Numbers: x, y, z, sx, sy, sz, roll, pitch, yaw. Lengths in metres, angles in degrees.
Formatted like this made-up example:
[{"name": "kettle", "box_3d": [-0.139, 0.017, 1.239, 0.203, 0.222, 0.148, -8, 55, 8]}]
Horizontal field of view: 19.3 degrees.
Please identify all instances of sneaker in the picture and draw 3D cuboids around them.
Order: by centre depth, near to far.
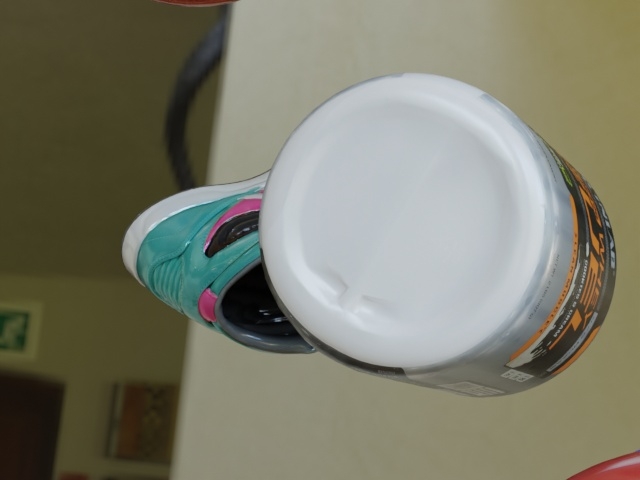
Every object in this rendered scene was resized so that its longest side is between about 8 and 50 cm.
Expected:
[{"name": "sneaker", "box_3d": [0.000, 0.000, 1.593, 0.295, 0.178, 0.124, -24, -48, -21]}]

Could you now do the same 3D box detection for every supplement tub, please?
[{"name": "supplement tub", "box_3d": [0.094, 0.008, 1.291, 0.193, 0.194, 0.316, 0, -7, 18]}]

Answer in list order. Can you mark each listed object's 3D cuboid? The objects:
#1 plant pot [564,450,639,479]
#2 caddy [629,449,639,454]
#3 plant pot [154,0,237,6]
[{"name": "plant pot", "box_3d": [0.148, 0.177, 0.697, 0.191, 0.191, 0.174, 0, -30, 19]}, {"name": "caddy", "box_3d": [0.292, 0.219, 1.050, 0.341, 0.179, 0.241, 0, -51, 11]}, {"name": "plant pot", "box_3d": [-0.124, -0.333, 1.510, 0.272, 0.272, 0.265, 4, 3, 6]}]
